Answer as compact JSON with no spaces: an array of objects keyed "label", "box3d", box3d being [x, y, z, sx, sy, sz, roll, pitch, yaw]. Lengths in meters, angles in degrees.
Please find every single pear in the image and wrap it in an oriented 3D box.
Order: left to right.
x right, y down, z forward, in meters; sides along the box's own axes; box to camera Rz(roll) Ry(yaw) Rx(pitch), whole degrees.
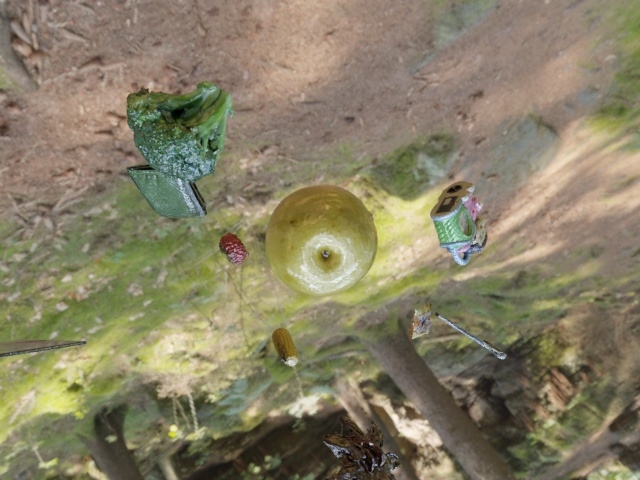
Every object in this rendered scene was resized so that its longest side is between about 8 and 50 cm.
[{"label":"pear","box3d":[0.000,0.000,1.693,0.348,0.348,0.348,-35,164,-11]}]

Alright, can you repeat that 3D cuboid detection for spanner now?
[{"label":"spanner","box3d":[0.495,0.314,1.873,0.026,0.325,0.093,-57,-157,4]}]

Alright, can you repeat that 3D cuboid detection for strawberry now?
[{"label":"strawberry","box3d":[-0.368,0.035,2.371,0.086,0.145,0.145,-40,166,-19]}]

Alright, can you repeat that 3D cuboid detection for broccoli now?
[{"label":"broccoli","box3d":[-0.319,-0.268,1.323,0.245,0.294,0.265,-47,126,-4]}]

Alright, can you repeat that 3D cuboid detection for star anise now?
[{"label":"star anise","box3d":[0.115,0.497,1.255,0.102,0.272,0.272,-41,166,34]}]

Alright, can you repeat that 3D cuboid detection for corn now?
[{"label":"corn","box3d":[-0.123,0.370,1.984,0.072,0.072,0.203,-39,-154,0]}]

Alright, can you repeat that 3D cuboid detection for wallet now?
[{"label":"wallet","box3d":[-0.422,-0.140,1.589,0.160,0.055,0.236,-3,149,7]}]

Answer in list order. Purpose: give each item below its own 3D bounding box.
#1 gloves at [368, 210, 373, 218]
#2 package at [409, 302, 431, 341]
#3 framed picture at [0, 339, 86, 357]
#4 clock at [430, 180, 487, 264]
[{"label":"gloves","box3d":[0.124,0.002,2.354,0.155,0.203,0.356,106,2,-54]},{"label":"package","box3d":[0.330,0.267,1.876,0.121,0.031,0.108,-11,109,-50]},{"label":"framed picture","box3d":[-0.769,0.260,1.350,0.244,0.013,0.324,-4,176,25]},{"label":"clock","box3d":[0.382,-0.036,1.549,0.100,0.195,0.194,-6,-146,40]}]
